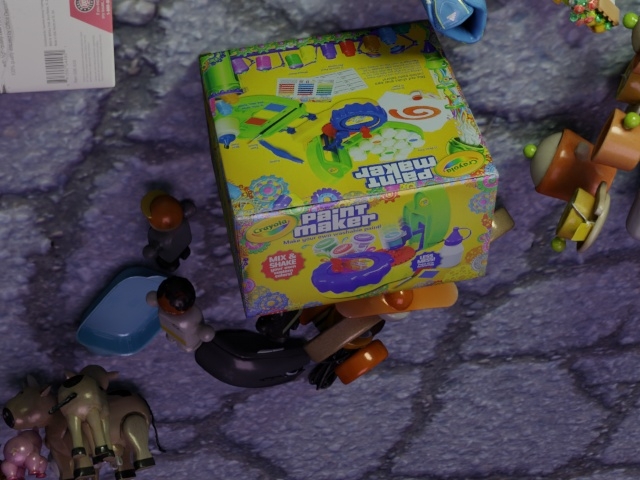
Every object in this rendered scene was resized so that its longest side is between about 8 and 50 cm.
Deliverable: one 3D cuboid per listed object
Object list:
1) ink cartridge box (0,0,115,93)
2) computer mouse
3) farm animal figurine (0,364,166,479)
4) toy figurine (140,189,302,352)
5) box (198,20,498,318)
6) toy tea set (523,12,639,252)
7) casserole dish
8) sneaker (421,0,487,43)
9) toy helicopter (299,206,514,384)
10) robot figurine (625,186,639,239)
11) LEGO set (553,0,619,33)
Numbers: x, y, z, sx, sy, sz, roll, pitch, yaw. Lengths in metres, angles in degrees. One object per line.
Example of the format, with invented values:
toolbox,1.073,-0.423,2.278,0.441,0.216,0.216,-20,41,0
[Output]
ink cartridge box,-0.334,-0.240,1.209,0.218,0.092,0.158,-6,138,-14
computer mouse,-0.052,0.176,1.780,0.262,0.060,0.184,13,132,-29
farm animal figurine,-0.374,0.273,1.708,0.330,0.172,0.326,-27,158,32
toy figurine,-0.125,0.027,1.479,0.209,0.213,0.148,-6,148,-5
box,0.024,-0.090,1.345,0.290,0.279,0.177,-9,138,-7
toy tea set,0.356,-0.158,1.475,0.124,0.200,0.336,24,116,3
casserole dish,-0.274,0.099,1.644,0.114,0.037,0.188,21,126,-35
sneaker,0.129,-0.309,1.251,0.091,0.126,0.240,-30,137,15
toy helicopter,0.127,0.059,1.622,0.355,0.140,0.235,-35,174,-5
robot figurine,0.571,-0.074,1.593,0.300,0.200,0.353,-14,140,-18
LEGO set,0.292,-0.319,1.306,0.132,0.107,0.287,-16,139,1
